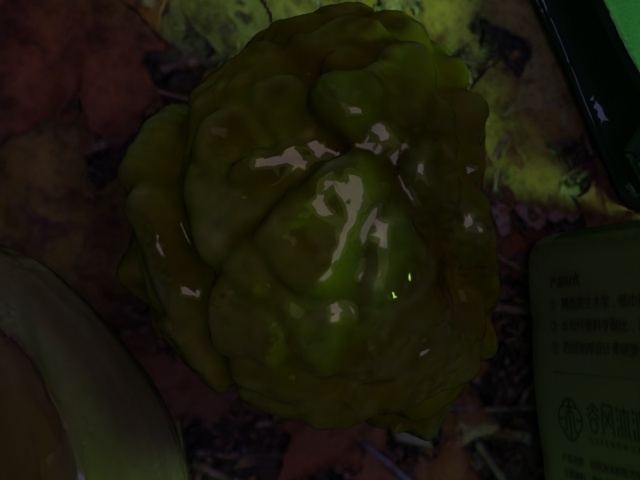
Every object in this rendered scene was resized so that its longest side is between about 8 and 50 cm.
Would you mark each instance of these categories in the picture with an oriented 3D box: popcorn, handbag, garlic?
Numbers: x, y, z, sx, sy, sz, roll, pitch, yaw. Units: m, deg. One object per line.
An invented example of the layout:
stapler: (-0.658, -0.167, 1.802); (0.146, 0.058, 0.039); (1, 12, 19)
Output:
popcorn: (0.000, 0.000, 0.496); (0.212, 0.259, 0.259); (4, 84, 7)
handbag: (0.307, -0.180, 0.662); (0.268, 0.100, 0.274); (-22, 94, -18)
garlic: (-0.172, 0.122, 0.464); (0.196, 0.151, 0.339); (-6, 88, -3)

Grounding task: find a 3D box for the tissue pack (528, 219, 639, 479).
tissue pack: (0.292, 0.106, 0.498); (0.193, 0.356, 0.266); (-4, 88, -19)
